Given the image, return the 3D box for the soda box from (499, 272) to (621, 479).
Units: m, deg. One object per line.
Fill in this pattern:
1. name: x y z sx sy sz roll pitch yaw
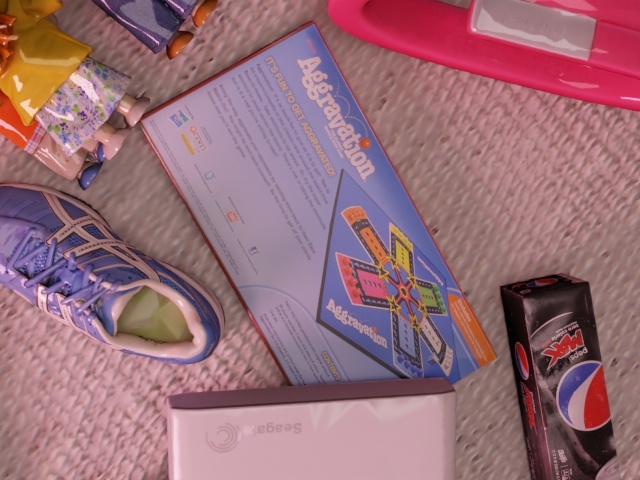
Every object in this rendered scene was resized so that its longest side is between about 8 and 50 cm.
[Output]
1. soda box: 0.178 0.112 1.097 0.053 0.060 0.168 -12 98 -9

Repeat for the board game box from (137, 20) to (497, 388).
1. board game box: 0.000 0.000 1.071 0.145 0.027 0.281 -30 100 -4

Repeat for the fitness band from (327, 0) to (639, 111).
1. fitness band: 0.147 -0.137 0.988 0.291 0.209 0.054 14 91 -12

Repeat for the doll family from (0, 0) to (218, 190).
1. doll family: -0.163 -0.162 0.977 0.163 0.118 0.263 34 90 -11

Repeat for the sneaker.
1. sneaker: -0.157 0.022 1.018 0.211 0.081 0.080 25 93 -10

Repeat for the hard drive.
1. hard drive: -0.005 0.256 1.076 0.203 0.040 0.307 -3 103 -10
